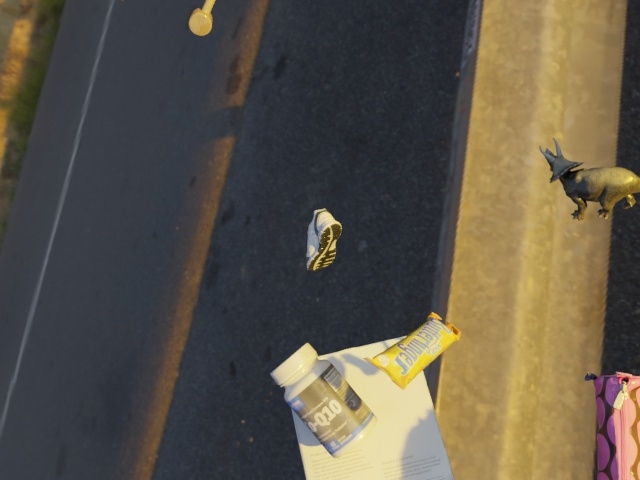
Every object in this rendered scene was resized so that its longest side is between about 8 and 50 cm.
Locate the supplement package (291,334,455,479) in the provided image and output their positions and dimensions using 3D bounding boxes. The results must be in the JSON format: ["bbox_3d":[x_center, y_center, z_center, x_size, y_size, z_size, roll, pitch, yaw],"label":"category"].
[{"bbox_3d":[0.071,0.308,0.954,0.198,0.199,0.262,86,171,-69],"label":"supplement package"}]

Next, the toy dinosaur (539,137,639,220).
[{"bbox_3d":[0.675,-0.127,1.514,0.313,0.160,0.121,18,69,31],"label":"toy dinosaur"}]

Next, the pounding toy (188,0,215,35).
[{"bbox_3d":[-0.208,-0.403,0.909,0.181,0.206,0.094,-18,30,1],"label":"pounding toy"}]

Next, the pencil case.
[{"bbox_3d":[0.432,0.295,0.897,0.095,0.098,0.209,0,66,14],"label":"pencil case"}]

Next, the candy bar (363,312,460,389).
[{"bbox_3d":[0.087,0.096,0.565,0.040,0.161,0.018,34,113,21],"label":"candy bar"}]

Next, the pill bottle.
[{"bbox_3d":[0.002,0.206,0.823,0.137,0.078,0.078,49,125,5],"label":"pill bottle"}]

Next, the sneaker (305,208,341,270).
[{"bbox_3d":[0.000,0.000,0.879,0.043,0.040,0.109,59,145,32],"label":"sneaker"}]
